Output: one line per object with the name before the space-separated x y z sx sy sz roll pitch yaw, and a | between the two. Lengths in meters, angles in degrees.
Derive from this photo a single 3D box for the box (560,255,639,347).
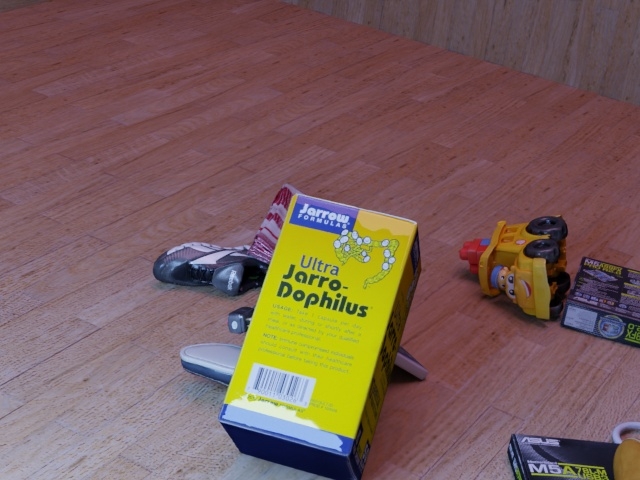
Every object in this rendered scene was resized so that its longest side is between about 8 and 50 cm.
box | 0.613 0.130 2.333 0.270 0.060 0.216 15 26 14

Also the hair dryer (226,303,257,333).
hair dryer | -0.021 0.163 2.027 0.223 0.080 0.293 21 11 13

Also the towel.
towel | 0.000 0.000 2.377 0.237 0.037 0.329 26 25 -2

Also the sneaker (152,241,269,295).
sneaker | -0.188 0.055 2.237 0.234 0.078 0.106 -1 25 -22

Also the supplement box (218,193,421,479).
supplement box | 0.009 0.145 1.773 0.195 0.194 0.357 13 69 12

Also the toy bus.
toy bus | 0.371 0.048 2.356 0.211 0.150 0.220 2 26 18

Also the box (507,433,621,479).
box | 0.389 0.365 1.814 0.190 0.045 0.184 6 29 -5

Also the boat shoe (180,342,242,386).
boat shoe | -0.100 0.221 1.927 0.254 0.079 0.095 9 24 -3

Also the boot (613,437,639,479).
boot | 0.384 0.383 1.643 0.211 0.104 0.295 0 37 -11

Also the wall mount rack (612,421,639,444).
wall mount rack | 0.658 0.288 1.947 0.350 0.131 0.304 14 27 11

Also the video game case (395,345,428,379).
video game case | 0.078 0.154 2.061 0.190 0.022 0.173 34 6 -41
